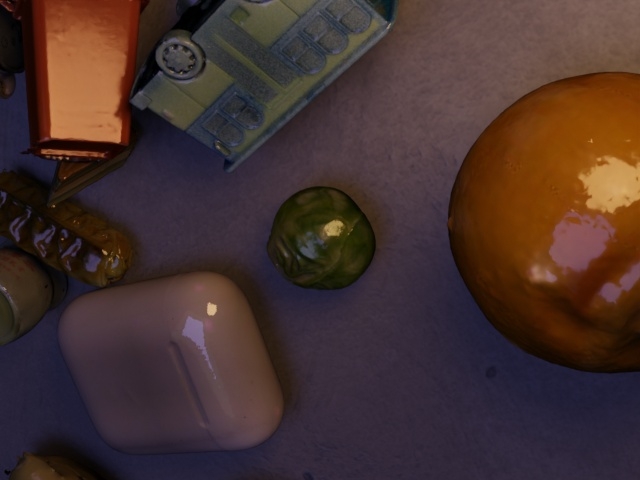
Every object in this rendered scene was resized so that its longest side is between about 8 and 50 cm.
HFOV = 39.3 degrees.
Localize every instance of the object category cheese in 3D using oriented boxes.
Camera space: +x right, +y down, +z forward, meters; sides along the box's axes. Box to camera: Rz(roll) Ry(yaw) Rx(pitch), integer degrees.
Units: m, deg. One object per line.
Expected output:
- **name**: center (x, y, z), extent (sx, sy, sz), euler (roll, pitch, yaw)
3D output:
- **cheese**: center (-0.458, 0.518, 1.646), extent (0.259, 0.128, 0.316), euler (-32, 94, 35)

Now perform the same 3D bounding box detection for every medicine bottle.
- **medicine bottle**: center (-0.510, 0.081, 1.467), extent (0.147, 0.143, 0.147), euler (8, 117, 17)

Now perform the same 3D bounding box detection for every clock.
- **clock**: center (-0.450, -0.312, 1.260), extent (0.063, 0.155, 0.229), euler (7, 113, 17)

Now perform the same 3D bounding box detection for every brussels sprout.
- **brussels sprout**: center (-0.002, 0.000, 1.205), extent (0.155, 0.117, 0.155), euler (5, 111, 13)

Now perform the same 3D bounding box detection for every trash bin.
- **trash bin**: center (-0.327, -0.229, 1.162), extent (0.161, 0.184, 0.238), euler (167, 104, -65)

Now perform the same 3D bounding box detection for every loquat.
- **loquat**: center (0.298, -0.015, 0.942), extent (0.328, 0.328, 0.328), euler (10, 116, 21)

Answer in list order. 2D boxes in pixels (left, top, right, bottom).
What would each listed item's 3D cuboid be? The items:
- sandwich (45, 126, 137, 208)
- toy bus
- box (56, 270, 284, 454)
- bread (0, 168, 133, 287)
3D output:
- **sandwich**: center (-0.361, -0.135, 1.282), extent (0.113, 0.163, 0.079), euler (44, 136, 3)
- **toy bus**: center (-0.071, -0.247, 1.077), extent (0.190, 0.152, 0.312), euler (36, 126, -24)
- **box**: center (-0.236, 0.197, 1.389), extent (0.349, 0.141, 0.288), euler (-11, 106, 30)
- **bread**: center (-0.415, -0.016, 1.406), extent (0.269, 0.098, 0.087), euler (28, 132, 11)
